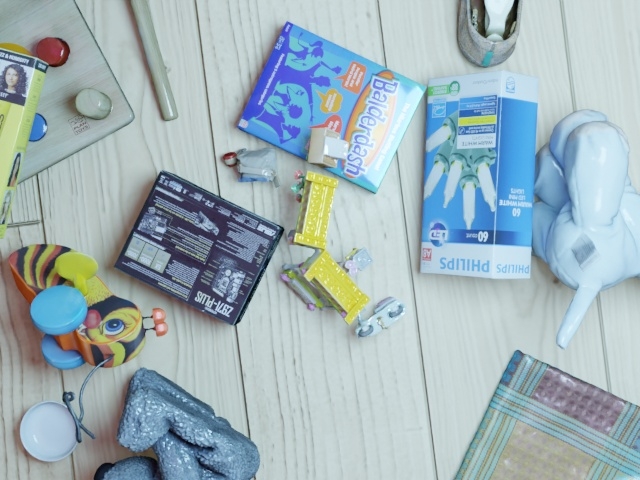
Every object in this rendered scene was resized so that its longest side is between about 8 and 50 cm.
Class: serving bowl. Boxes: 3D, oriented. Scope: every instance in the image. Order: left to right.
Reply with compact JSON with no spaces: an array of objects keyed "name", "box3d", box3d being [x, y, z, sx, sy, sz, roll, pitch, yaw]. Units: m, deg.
[{"name":"serving bowl","box3d":[-0.370,0.261,1.432,0.083,0.027,0.083,0,90,2]}]

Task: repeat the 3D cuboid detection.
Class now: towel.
[{"name":"towel","box3d":[0.308,0.369,1.402,0.271,0.040,0.370,25,91,1]}]

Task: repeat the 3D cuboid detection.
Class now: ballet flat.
[{"name":"ballet flat","box3d":[0.237,-0.390,1.367,0.107,0.106,0.316,0,90,3]}]

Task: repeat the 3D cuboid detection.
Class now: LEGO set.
[{"name":"LEGO set","box3d":[0.000,0.000,1.377,0.132,0.107,0.287,-26,100,-26]}]

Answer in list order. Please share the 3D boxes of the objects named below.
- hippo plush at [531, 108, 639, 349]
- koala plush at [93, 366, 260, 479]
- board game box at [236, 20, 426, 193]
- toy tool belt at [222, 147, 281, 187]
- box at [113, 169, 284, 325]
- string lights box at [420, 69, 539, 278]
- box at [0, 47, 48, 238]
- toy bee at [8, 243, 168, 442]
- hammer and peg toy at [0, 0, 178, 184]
[{"name":"hippo plush","box3d":[0.402,-0.028,1.290,0.236,0.294,0.234,7,118,-7]},{"name":"koala plush","box3d":[-0.211,0.317,1.351,0.203,0.196,0.221,34,88,-8]},{"name":"board game box","box3d":[0.015,-0.179,1.405,0.210,0.047,0.160,25,92,1]},{"name":"toy tool belt","box3d":[-0.092,-0.094,1.408,0.083,0.052,0.051,2,118,33]},{"name":"box","box3d":[-0.160,0.010,1.397,0.180,0.077,0.147,25,91,2]},{"name":"string lights box","box3d":[0.206,-0.083,1.351,0.076,0.133,0.260,3,90,-39]},{"name":"box","box3d":[-0.413,-0.123,1.292,0.087,0.058,0.232,16,93,0]},{"name":"toy bee","box3d":[-0.290,0.112,1.358,0.162,0.195,0.298,-20,71,-19]},{"name":"hammer and peg toy","box3d":[-0.363,-0.233,1.379,0.361,0.127,0.266,-27,89,2]}]
